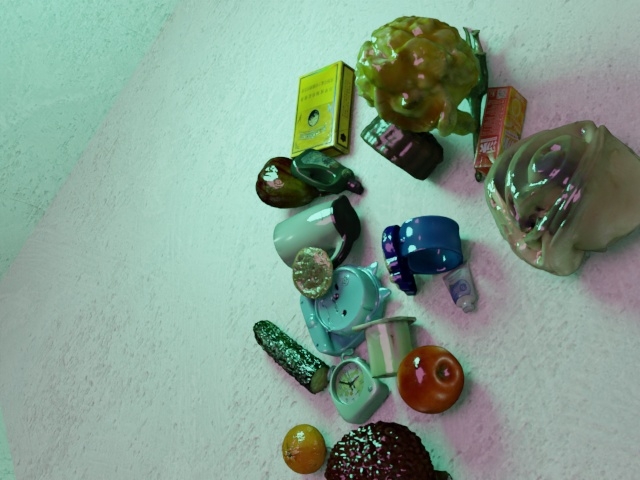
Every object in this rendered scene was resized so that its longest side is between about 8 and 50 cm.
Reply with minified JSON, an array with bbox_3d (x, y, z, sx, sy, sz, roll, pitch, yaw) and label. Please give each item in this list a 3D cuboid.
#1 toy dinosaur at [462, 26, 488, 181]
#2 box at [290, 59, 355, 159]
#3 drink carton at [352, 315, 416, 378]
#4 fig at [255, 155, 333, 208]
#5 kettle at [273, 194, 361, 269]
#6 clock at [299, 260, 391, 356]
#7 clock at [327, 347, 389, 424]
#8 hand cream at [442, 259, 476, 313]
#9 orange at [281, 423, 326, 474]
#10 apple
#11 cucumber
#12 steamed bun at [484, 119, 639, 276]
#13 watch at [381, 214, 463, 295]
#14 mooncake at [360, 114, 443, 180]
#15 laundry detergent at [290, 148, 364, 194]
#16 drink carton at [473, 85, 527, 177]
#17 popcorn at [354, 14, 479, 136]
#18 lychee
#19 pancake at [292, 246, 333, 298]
[{"bbox_3d":[0.423,-0.397,1.987,0.087,0.301,0.447,-6,36,15],"label":"toy dinosaur"},{"bbox_3d":[0.008,-0.410,2.358,0.193,0.084,0.301,-11,67,42],"label":"box"},{"bbox_3d":[0.182,0.279,1.883,0.144,0.146,0.142,-23,67,38],"label":"drink carton"},{"bbox_3d":[-0.067,-0.170,2.310,0.274,0.145,0.170,15,61,23],"label":"fig"},{"bbox_3d":[0.000,0.000,2.147,0.236,0.161,0.221,-25,52,32],"label":"kettle"},{"bbox_3d":[0.073,0.175,2.055,0.274,0.094,0.223,-43,50,25],"label":"clock"},{"bbox_3d":[0.092,0.389,1.975,0.148,0.060,0.188,-51,46,18],"label":"clock"},{"bbox_3d":[0.355,0.121,1.841,0.084,0.053,0.142,-40,40,27],"label":"hand cream"},{"bbox_3d":[-0.047,0.572,1.998,0.135,0.117,0.135,-16,61,32],"label":"orange"},{"bbox_3d":[0.267,0.333,1.758,0.139,0.163,0.163,-39,48,48],"label":"apple"},{"bbox_3d":[-0.106,0.328,2.168,0.359,0.096,0.096,31,96,45],"label":"cucumber"},{"bbox_3d":[0.529,-0.106,1.616,0.339,0.247,0.352,-50,51,20],"label":"steamed bun"},{"bbox_3d":[0.267,0.029,1.874,0.200,0.196,0.171,-15,70,20],"label":"watch"},{"bbox_3d":[0.231,-0.268,1.989,0.124,0.228,0.228,-53,46,15],"label":"mooncake"},{"bbox_3d":[0.026,-0.194,2.210,0.222,0.144,0.078,32,132,20],"label":"laundry detergent"},{"bbox_3d":[0.459,-0.273,1.856,0.071,0.096,0.223,3,76,43],"label":"drink carton"},{"bbox_3d":[0.250,-0.410,1.812,0.335,0.274,0.279,12,108,8],"label":"popcorn"},{"bbox_3d":[0.159,0.561,1.720,0.264,0.300,0.264,-176,90,-83],"label":"lychee"},{"bbox_3d":[-0.022,0.091,2.072,0.151,0.025,0.151,0,90,40],"label":"pancake"}]
